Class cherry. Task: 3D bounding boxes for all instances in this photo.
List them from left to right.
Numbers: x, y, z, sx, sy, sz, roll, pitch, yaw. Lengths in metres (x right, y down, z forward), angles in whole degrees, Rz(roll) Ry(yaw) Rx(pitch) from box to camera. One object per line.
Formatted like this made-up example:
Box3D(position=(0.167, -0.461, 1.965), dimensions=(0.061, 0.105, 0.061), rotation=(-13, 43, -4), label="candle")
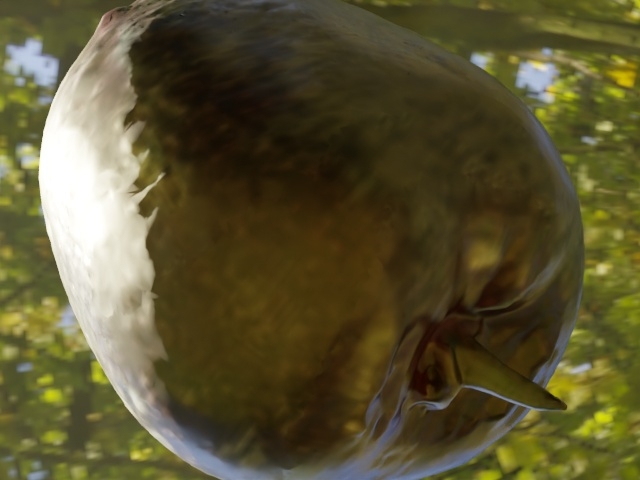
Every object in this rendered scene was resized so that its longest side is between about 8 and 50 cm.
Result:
Box3D(position=(0.000, 0.000, 0.927), dimensions=(0.296, 0.255, 0.218), rotation=(47, -54, 29), label="cherry")
